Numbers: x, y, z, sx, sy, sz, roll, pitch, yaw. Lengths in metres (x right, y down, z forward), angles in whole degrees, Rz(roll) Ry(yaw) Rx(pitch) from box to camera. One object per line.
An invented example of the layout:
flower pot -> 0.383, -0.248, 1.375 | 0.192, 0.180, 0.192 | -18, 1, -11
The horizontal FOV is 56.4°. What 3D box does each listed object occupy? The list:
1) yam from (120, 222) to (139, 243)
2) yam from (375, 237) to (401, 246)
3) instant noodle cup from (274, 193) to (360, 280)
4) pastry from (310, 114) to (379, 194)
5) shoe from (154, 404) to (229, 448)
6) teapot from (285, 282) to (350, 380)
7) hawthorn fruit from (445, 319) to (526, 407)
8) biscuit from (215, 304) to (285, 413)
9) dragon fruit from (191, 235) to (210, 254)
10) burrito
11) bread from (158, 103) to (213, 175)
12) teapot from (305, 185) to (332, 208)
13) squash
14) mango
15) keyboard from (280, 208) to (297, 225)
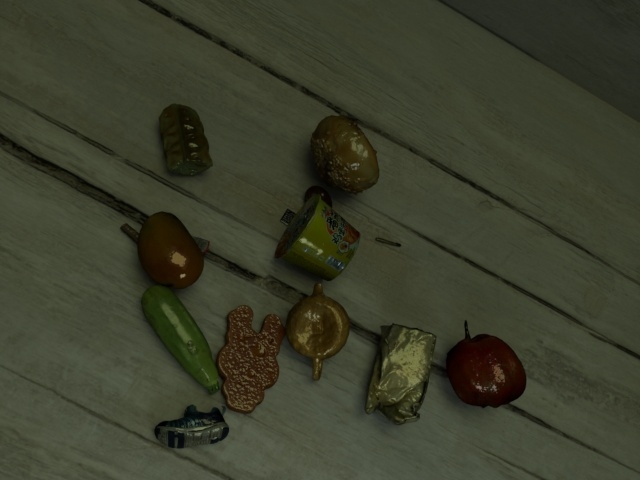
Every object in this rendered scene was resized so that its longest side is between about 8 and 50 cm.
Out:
yam -> -0.573, -0.001, 1.897 | 0.145, 0.032, 0.032 | 40, 56, 1
yam -> 0.257, 0.006, 2.258 | 0.107, 0.014, 0.014 | 15, 60, -15
instant noodle cup -> 0.000, 0.000, 2.021 | 0.200, 0.264, 0.264 | 33, 56, -14
pastry -> 0.068, -0.303, 2.179 | 0.184, 0.284, 0.315 | -31, 54, -15
shoe -> -0.365, 0.523, 1.696 | 0.207, 0.091, 0.106 | -3, 44, -20
teapot -> -0.006, 0.292, 1.926 | 0.204, 0.167, 0.311 | -1, 82, 6
hawthorn fruit -> 0.549, 0.413, 2.031 | 0.254, 0.254, 0.300 | -10, 81, -27
biscuit -> -0.221, 0.367, 1.852 | 0.202, 0.047, 0.333 | 17, 57, -14
dragon fruit -> -0.406, 0.023, 1.938 | 0.083, 0.060, 0.056 | 13, 62, -29
burrito -> 0.253, 0.444, 1.962 | 0.190, 0.135, 0.331 | 20, 61, -3
bread -> -0.472, -0.354, 2.063 | 0.152, 0.130, 0.267 | -9, 67, -22
teapot -> 0.000, -0.147, 2.187 | 0.098, 0.078, 0.129 | -22, 75, -30
squash -> -0.406, 0.291, 1.771 | 0.118, 0.118, 0.370 | -31, 82, -32
mango -> -0.469, 0.035, 1.831 | 0.176, 0.139, 0.254 | -29, 74, -32
keyboard -> -0.049, -0.041, 2.154 | 0.198, 0.010, 0.063 | 32, 59, -5
